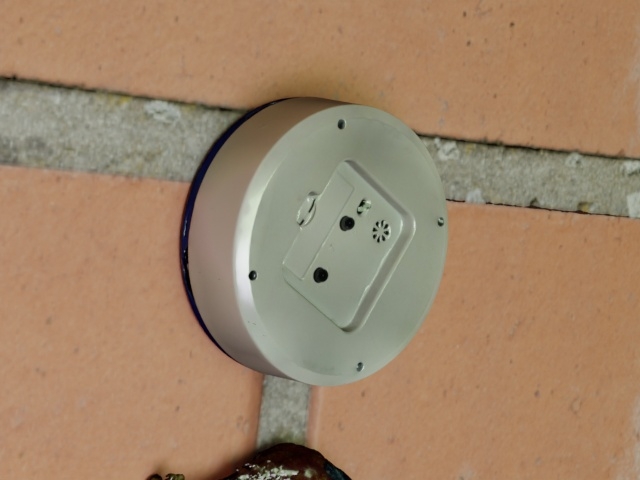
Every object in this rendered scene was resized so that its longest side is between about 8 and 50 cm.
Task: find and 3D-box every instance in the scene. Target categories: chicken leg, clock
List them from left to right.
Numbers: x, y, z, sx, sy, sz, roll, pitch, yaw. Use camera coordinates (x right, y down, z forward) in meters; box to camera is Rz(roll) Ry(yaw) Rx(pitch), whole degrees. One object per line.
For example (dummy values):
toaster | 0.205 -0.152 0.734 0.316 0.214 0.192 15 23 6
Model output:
chicken leg | -0.032 0.218 1.525 0.253 0.051 0.106 26 86 -37
clock | 0.000 0.000 1.494 0.230 0.083 0.230 -6 99 -39
